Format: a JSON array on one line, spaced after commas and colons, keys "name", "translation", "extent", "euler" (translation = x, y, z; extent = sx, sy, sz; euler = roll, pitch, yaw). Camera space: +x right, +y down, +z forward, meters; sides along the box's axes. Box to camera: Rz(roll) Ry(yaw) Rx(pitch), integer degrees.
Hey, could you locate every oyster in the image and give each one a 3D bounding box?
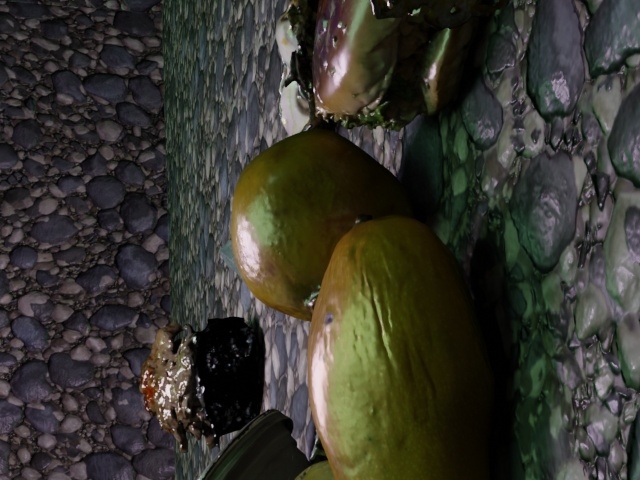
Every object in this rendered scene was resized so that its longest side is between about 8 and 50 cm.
[{"name": "oyster", "translation": [-0.023, -0.228, 1.556], "extent": [0.223, 0.083, 0.214], "euler": [102, 166, -53]}]

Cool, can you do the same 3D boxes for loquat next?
[{"name": "loquat", "translation": [0.000, 0.000, 1.167], "extent": [0.246, 0.213, 0.213], "euler": [-96, 16, -46]}]

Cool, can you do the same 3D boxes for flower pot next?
[{"name": "flower pot", "translation": [-0.081, 0.363, 1.505], "extent": [0.235, 0.140, 0.235], "euler": [-49, -15, -18]}]

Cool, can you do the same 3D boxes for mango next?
[{"name": "mango", "translation": [0.074, 0.150, 0.985], "extent": [0.187, 0.144, 0.359], "euler": [-11, 80, 43]}]

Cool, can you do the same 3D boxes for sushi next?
[{"name": "sushi", "translation": [-0.231, 0.259, 2.030], "extent": [0.238, 0.219, 0.225], "euler": [-112, 24, -59]}]

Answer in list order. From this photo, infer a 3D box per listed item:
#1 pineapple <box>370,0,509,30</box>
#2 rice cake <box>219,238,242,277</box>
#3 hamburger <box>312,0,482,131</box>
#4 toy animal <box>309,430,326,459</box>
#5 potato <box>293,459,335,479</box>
[{"name": "pineapple", "translation": [0.041, -0.326, 0.879], "extent": [0.272, 0.263, 0.262], "euler": [37, 126, 53]}, {"name": "rice cake", "translation": [-0.142, 0.051, 2.062], "extent": [0.081, 0.051, 0.290], "euler": [60, 172, -14]}, {"name": "hamburger", "translation": [0.069, -0.241, 1.102], "extent": [0.243, 0.146, 0.286], "euler": [-94, 13, -46]}, {"name": "toy animal", "translation": [0.026, 0.231, 1.216], "extent": [0.217, 0.075, 0.041], "euler": [83, -161, -67]}, {"name": "potato", "translation": [0.029, 0.334, 1.163], "extent": [0.228, 0.149, 0.197], "euler": [23, 135, 68]}]
